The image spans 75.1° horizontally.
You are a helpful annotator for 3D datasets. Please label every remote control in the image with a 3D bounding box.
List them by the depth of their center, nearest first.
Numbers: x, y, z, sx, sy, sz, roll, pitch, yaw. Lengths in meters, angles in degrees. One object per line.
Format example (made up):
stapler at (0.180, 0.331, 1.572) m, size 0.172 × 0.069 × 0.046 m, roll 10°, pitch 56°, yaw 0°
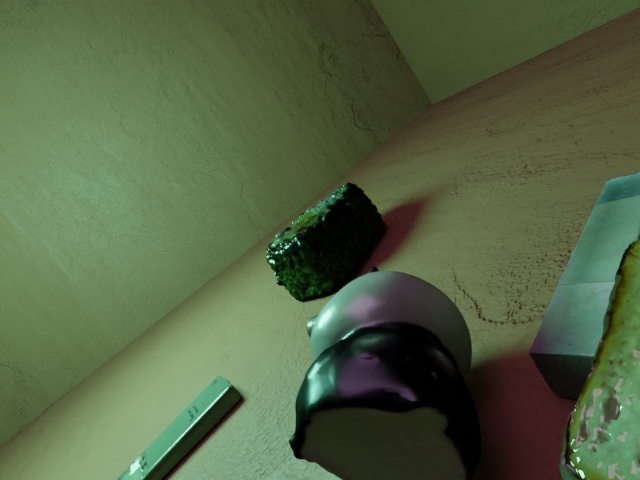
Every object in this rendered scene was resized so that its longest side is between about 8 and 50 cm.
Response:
remote control at (-0.283, 0.396, 0.828) m, size 0.285 × 0.038 × 0.123 m, roll -45°, pitch 14°, yaw -25°

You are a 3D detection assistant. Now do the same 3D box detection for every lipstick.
lipstick at (0.329, 0.032, 0.464) m, size 0.317 × 0.066 × 0.068 m, roll -45°, pitch 17°, yaw -32°

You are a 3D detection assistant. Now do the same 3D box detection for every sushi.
sushi at (0.000, 0.000, 1.161) m, size 0.294 × 0.178 × 0.352 m, roll -27°, pitch 15°, yaw 40°

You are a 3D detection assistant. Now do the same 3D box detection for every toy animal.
toy animal at (0.079, 0.139, 0.461) m, size 0.165 × 0.187 × 0.235 m, roll -57°, pitch 6°, yaw 29°

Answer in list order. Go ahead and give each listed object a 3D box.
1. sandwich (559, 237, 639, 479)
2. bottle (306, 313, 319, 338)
sandwich at (0.318, 0.093, 0.221) m, size 0.271 × 0.099 × 0.301 m, roll -49°, pitch 21°, yaw -28°
bottle at (0.035, 0.157, 0.800) m, size 0.140 × 0.053 × 0.053 m, roll -24°, pitch 18°, yaw 39°
